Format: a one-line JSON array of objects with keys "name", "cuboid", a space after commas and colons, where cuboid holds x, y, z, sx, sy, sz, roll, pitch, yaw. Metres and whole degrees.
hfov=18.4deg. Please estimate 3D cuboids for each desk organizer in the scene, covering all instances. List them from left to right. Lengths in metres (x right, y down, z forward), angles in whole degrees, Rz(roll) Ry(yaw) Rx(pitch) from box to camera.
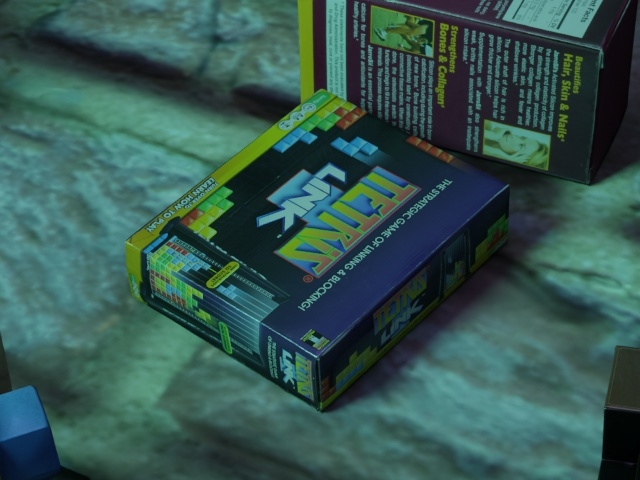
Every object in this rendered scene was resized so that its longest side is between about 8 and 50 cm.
[{"name": "desk organizer", "cuboid": [0.161, 0.114, 0.978, 0.050, 0.047, 0.130, 7, 44, 13]}]

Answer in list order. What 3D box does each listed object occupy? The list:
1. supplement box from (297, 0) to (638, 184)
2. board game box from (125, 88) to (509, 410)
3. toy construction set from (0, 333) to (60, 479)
[{"name": "supplement box", "cuboid": [0.087, -0.116, 1.177, 0.188, 0.104, 0.081, 15, 46, 17]}, {"name": "board game box", "cuboid": [0.000, 0.000, 1.102, 0.141, 0.048, 0.170, 28, 52, 29]}, {"name": "toy construction set", "cuboid": [-0.202, 0.165, 0.862, 0.309, 0.257, 0.237, -40, 33, -5]}]
